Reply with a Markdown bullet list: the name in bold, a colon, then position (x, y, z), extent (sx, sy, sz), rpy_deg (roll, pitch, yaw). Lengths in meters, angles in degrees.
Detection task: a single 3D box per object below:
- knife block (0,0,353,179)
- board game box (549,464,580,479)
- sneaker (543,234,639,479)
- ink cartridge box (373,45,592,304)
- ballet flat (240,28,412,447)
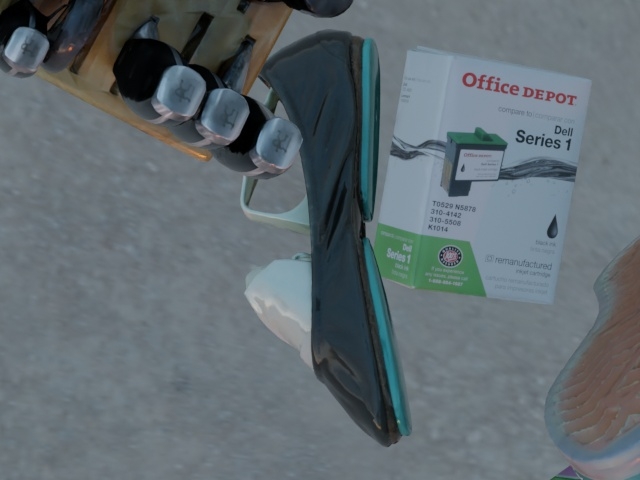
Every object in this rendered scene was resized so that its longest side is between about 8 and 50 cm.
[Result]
- **knife block**: position (-0.053, -0.085, 0.709), extent (0.242, 0.275, 0.088), rpy_deg (33, 96, 27)
- **board game box**: position (0.192, 0.175, 1.096), extent (0.242, 0.316, 0.064), rpy_deg (-17, 101, 58)
- **sneaker**: position (0.184, 0.064, 0.860), extent (0.108, 0.302, 0.121), rpy_deg (-39, 93, 21)
- **ink cartridge box**: position (0.150, -0.061, 1.794), extent (0.092, 0.160, 0.219), rpy_deg (20, 102, 64)
- **ballet flat**: position (0.000, 0.000, 1.220), extent (0.096, 0.095, 0.280), rpy_deg (-7, 67, 7)
